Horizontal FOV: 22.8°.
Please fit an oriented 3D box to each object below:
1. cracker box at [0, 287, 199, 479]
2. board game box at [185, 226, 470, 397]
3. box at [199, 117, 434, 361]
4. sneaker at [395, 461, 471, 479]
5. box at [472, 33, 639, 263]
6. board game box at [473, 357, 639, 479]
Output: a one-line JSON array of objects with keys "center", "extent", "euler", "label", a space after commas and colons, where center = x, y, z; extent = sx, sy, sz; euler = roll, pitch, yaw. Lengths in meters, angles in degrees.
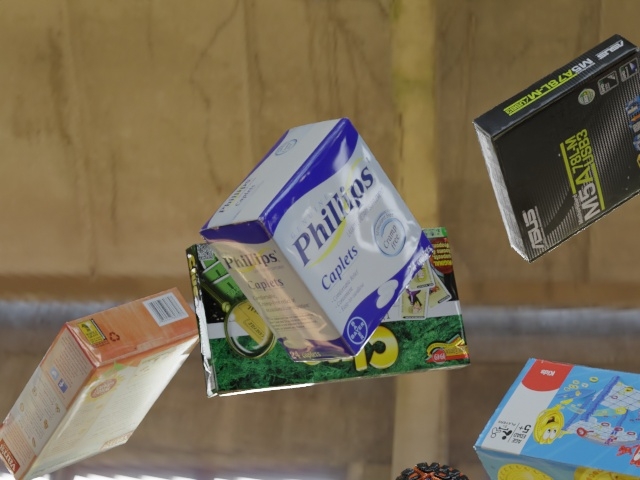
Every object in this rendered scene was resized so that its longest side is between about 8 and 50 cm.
[{"center": [-0.243, 0.159, 1.725], "extent": [0.067, 0.156, 0.232], "euler": [52, -49, 19], "label": "cracker box"}, {"center": [0.010, 0.062, 1.439], "extent": [0.260, 0.136, 0.030], "euler": [-5, -10, -27], "label": "board game box"}, {"center": [0.000, 0.000, 1.204], "extent": [0.072, 0.126, 0.137], "euler": [-9, -56, 48], "label": "box"}, {"center": [0.176, 0.306, 1.641], "extent": [0.221, 0.083, 0.087], "euler": [24, -46, 33], "label": "sneaker"}, {"center": [0.263, -0.094, 1.661], "extent": [0.184, 0.045, 0.190], "euler": [-32, -47, -12], "label": "box"}, {"center": [0.296, 0.229, 1.057], "extent": [0.302, 0.086, 0.308], "euler": [4, -45, 43], "label": "board game box"}]
